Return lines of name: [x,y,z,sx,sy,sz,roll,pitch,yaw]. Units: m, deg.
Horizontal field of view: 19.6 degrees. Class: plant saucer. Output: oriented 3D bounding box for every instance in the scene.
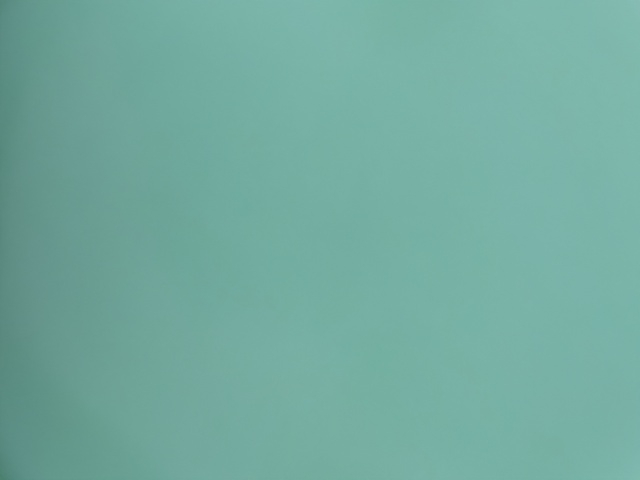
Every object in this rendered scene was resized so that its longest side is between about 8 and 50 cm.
plant saucer: [0.000,0.000,0.386,0.401,0.100,0.400,1,87,-16]
